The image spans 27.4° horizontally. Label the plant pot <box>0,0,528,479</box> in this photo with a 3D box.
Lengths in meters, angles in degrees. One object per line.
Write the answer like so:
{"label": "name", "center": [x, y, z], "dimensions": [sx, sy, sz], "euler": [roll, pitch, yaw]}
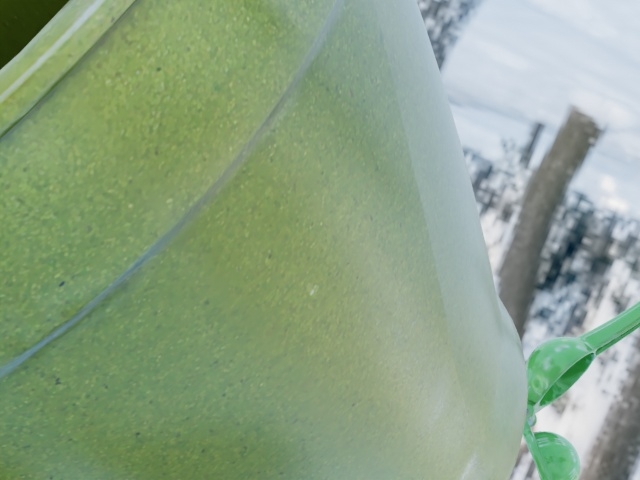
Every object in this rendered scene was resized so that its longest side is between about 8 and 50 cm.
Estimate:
{"label": "plant pot", "center": [-0.083, -0.002, 0.553], "dimensions": [0.366, 0.366, 0.353], "euler": [26, 161, 48]}

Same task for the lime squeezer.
{"label": "lime squeezer", "center": [0.185, 0.137, 0.910], "dimensions": [0.109, 0.310, 0.059], "euler": [19, 162, 2]}
